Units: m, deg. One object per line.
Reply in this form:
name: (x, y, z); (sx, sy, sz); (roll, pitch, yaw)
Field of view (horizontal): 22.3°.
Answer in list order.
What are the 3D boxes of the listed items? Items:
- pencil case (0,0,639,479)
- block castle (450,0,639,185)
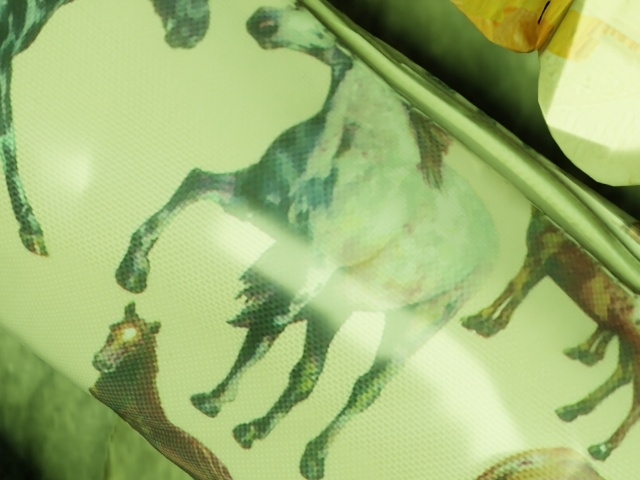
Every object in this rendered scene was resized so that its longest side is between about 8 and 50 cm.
pencil case: (0.000, 0.000, 0.538); (0.410, 0.160, 0.183); (37, 128, 6)
block castle: (0.142, -0.255, 0.396); (0.303, 0.213, 0.453); (42, 111, 8)
